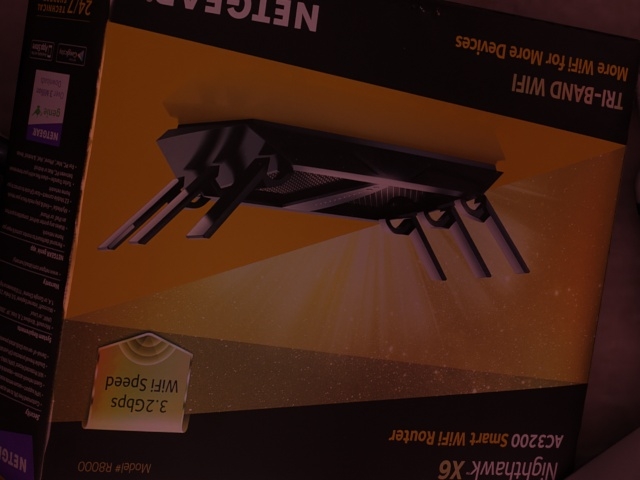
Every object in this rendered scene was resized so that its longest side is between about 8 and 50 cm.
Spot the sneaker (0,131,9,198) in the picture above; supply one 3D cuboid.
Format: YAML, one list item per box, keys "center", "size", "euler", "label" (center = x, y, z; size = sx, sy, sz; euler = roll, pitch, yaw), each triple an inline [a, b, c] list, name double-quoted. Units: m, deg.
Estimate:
- center: [-0.135, 0.024, 0.963]
  size: [0.094, 0.153, 0.235]
  euler: [-37, 95, 1]
  label: "sneaker"

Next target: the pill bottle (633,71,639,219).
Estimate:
- center: [0.219, -0.007, 1.010]
  size: [0.108, 0.108, 0.180]
  euler: [-14, 95, -3]
  label: "pill bottle"

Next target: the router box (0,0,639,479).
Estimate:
- center: [0.000, 0.000, 0.937]
  size: [0.309, 0.081, 0.243]
  euler: [5, 95, -36]
  label: "router box"

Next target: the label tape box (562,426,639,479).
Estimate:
- center: [0.116, 0.280, 0.984]
  size: [0.347, 0.115, 0.249]
  euler: [-35, 115, -3]
  label: "label tape box"
